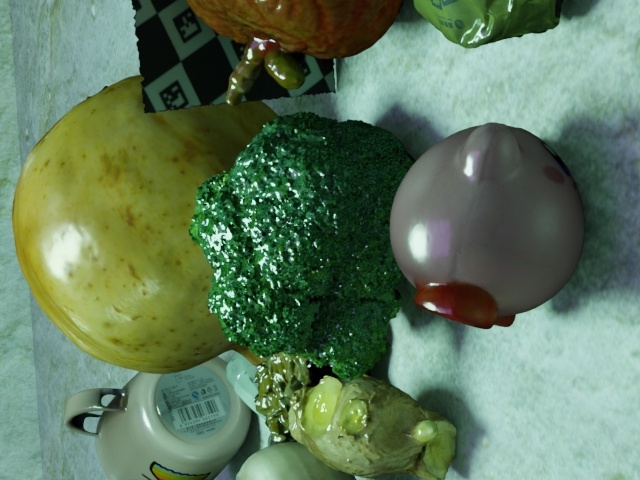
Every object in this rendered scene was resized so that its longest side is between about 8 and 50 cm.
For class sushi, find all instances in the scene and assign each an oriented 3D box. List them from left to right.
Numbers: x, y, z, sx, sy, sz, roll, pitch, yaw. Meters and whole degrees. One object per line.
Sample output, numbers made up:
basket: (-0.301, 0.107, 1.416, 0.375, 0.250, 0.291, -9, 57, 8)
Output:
sushi: (-0.114, -0.293, 1.644, 0.059, 0.292, 0.294, 3, 99, 47)
sushi: (-0.006, 0.156, 1.703, 0.147, 0.115, 0.212, 60, 151, 35)

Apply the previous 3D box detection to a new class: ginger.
ginger: (0.053, 0.195, 1.530, 0.216, 0.157, 0.102, -3, 64, 59)

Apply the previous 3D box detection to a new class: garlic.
garlic: (0.013, 0.344, 1.630, 0.279, 0.132, 0.325, 53, 161, -8)

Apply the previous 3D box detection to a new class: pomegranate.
pomegranate: (-0.167, -0.001, 1.798, 0.410, 0.410, 0.410, 175, 90, -68)

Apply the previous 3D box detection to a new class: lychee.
lychee: (-0.031, -0.281, 1.513, 0.300, 0.255, 0.255, -64, 22, -7)

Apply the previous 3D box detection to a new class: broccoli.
broccoli: (0.000, 0.000, 1.544, 0.294, 0.265, 0.245, -80, -21, -44)

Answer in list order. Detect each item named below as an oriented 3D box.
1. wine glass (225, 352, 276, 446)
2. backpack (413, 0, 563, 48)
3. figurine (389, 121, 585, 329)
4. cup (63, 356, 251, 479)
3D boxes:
wine glass: (-0.063, 0.208, 1.935, 0.155, 0.073, 0.073, 52, 141, 47)
backpack: (0.141, -0.289, 1.236, 0.207, 0.140, 0.253, -135, 38, -57)
figurine: (0.142, -0.015, 1.257, 0.173, 0.173, 0.173, 175, 90, -68)
cup: (-0.235, 0.256, 2.124, 0.200, 0.253, 0.191, 131, 150, -57)
